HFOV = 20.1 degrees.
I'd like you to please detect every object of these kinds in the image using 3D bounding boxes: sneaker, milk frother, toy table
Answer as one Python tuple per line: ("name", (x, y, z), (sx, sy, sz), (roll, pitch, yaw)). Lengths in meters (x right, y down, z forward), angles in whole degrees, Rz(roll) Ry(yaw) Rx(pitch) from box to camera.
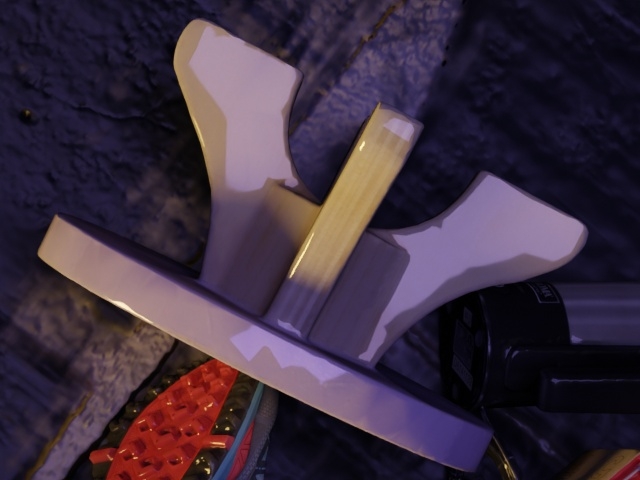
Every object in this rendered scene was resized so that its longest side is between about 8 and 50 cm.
("sneaker", (-0.080, 0.194, 1.049), (0.125, 0.104, 0.262), (44, 58, -41))
("milk frother", (0.149, 0.101, 1.122), (0.134, 0.129, 0.143), (1, 126, -16))
("toy table", (0.000, 0.000, 1.017), (0.274, 0.252, 0.161), (27, 91, -12))

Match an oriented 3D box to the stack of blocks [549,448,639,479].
("stack of blocks", (0.118, 0.280, 1.085), (0.297, 0.087, 0.171), (-36, 94, -17))
